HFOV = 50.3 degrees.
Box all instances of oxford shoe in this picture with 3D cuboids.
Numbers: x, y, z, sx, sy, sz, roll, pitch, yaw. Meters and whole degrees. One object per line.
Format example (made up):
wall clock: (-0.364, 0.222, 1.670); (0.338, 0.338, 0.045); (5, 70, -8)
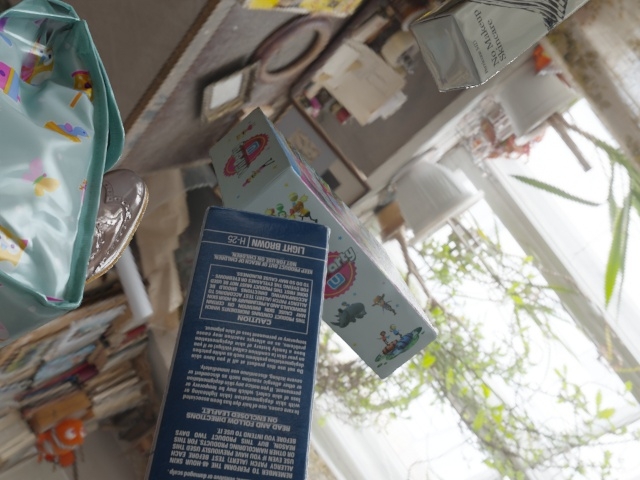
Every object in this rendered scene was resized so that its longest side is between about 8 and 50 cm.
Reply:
oxford shoe: (-0.355, 0.002, 0.964); (0.132, 0.130, 0.364); (-37, -165, 48)

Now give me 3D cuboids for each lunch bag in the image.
lunch bag: (-0.277, -0.047, 0.530); (0.223, 0.262, 0.160); (-26, 139, 31)

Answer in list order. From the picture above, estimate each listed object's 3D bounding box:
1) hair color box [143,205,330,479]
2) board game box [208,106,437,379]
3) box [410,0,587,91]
hair color box: (-0.068, 0.166, 0.504); (0.105, 0.347, 0.174); (10, 145, -4)
board game box: (0.000, 0.000, 0.862); (0.097, 0.303, 0.224); (-40, -150, 8)
box: (0.266, -0.331, 0.979); (0.275, 0.113, 0.094); (-40, -156, -22)
